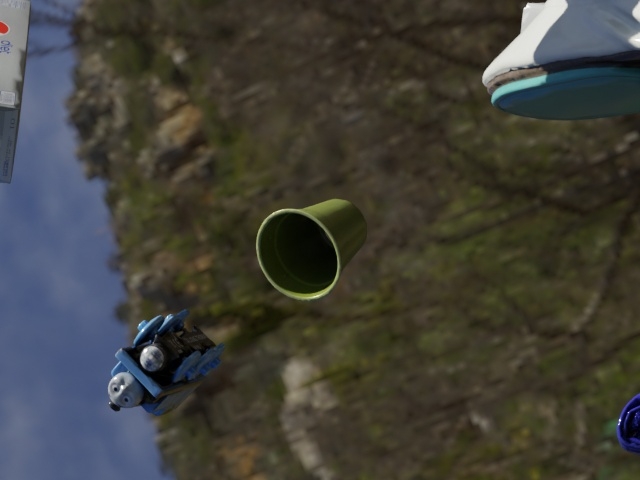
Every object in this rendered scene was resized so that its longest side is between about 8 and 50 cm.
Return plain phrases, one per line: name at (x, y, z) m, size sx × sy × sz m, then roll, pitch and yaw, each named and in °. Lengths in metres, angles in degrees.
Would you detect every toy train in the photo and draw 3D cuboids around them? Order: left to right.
toy train at (-0.166, 0.134, 2.026) m, size 0.080 × 0.105 × 0.184 m, roll 43°, pitch -171°, yaw 7°

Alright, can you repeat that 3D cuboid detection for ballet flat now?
ballet flat at (0.250, -0.161, 1.334) m, size 0.139 × 0.400 × 0.139 m, roll 1°, pitch -92°, yaw -25°

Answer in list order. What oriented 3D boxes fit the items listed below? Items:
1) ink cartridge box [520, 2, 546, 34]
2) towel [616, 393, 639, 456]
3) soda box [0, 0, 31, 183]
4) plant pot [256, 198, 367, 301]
ink cartridge box at (0.320, -0.178, 1.893) m, size 0.154 × 0.212 × 0.093 m, roll -9°, pitch -70°, yaw -52°
towel at (0.418, 0.172, 1.877) m, size 0.308 × 0.228 × 0.076 m, roll 37°, pitch -136°, yaw -67°
soda box at (-0.379, -0.176, 2.171) m, size 0.286 × 0.091 × 0.098 m, roll -100°, pitch 19°, yaw -59°
plant pot at (0.000, 0.000, 1.665) m, size 0.079 × 0.083 × 0.083 m, roll -35°, pitch -79°, yaw -54°
